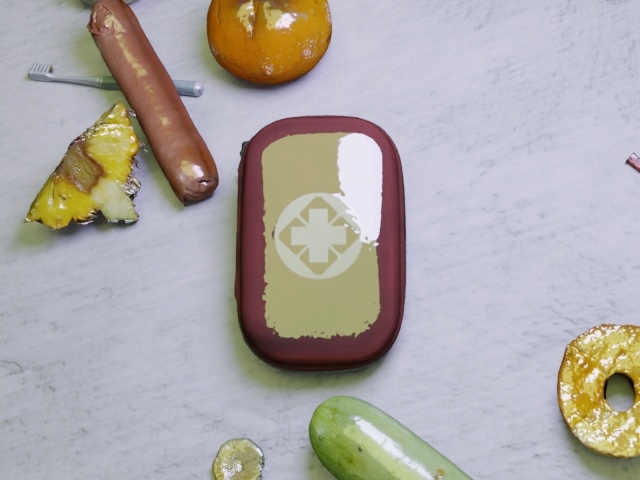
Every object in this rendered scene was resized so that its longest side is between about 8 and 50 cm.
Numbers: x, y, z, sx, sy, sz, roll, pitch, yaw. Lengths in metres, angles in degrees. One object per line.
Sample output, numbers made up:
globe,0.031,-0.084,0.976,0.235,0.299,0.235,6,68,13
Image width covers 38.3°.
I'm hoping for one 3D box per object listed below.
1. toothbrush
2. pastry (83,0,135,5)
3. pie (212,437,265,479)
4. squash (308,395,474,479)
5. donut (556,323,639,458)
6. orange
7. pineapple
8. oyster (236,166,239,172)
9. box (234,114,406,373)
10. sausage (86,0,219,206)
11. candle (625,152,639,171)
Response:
toothbrush,-0.378,-0.292,1.687,0.342,0.025,0.030,8,68,13
pastry,-0.389,-0.568,1.754,0.265,0.133,0.265,-4,64,7
pie,-0.121,0.332,1.364,0.084,0.020,0.084,-3,63,6
squash,0.140,0.344,1.272,0.370,0.118,0.118,33,74,16
donut,0.422,0.217,1.309,0.174,0.074,0.190,-4,69,5
orange,-0.092,-0.379,1.604,0.224,0.170,0.224,-3,63,7
pineapple,-0.372,-0.107,1.572,0.164,0.140,0.250,31,87,-22
oyster,-0.050,-0.089,1.529,0.125,0.064,0.177,-43,76,3
box,0.000,0.000,1.410,0.263,0.108,0.404,-2,79,5
sausage,-0.294,-0.251,1.592,0.094,0.094,0.419,-24,74,-22
candle,0.558,-0.084,1.455,0.026,0.021,0.167,-43,66,-11
